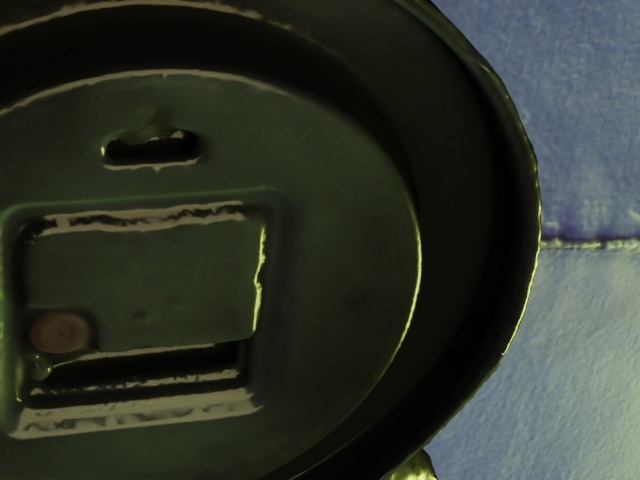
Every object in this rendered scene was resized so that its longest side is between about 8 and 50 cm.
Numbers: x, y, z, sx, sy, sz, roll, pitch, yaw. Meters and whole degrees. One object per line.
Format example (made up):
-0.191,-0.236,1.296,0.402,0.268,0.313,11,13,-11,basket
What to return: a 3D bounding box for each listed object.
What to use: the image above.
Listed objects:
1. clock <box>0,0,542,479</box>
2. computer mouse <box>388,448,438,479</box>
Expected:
-0.074,0.014,0.597,0.325,0.067,0.325,-10,130,-12,clock
-0.066,0.184,0.891,0.323,0.116,0.183,4,113,-26,computer mouse
